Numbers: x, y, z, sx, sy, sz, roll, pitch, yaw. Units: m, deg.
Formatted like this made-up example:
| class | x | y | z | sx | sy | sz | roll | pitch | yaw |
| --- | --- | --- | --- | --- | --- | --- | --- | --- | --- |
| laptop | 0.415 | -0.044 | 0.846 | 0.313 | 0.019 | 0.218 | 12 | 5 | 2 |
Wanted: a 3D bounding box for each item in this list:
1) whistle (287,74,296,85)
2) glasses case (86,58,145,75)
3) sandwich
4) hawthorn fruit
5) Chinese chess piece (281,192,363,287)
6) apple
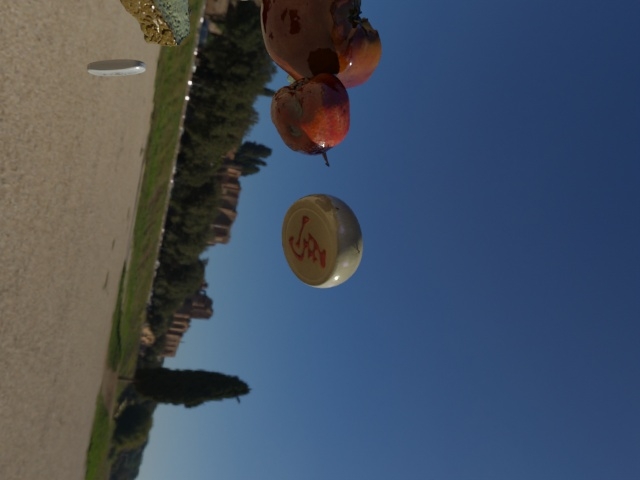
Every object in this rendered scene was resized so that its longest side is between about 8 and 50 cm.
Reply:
| class | x | y | z | sx | sy | sz | roll | pitch | yaw |
| --- | --- | --- | --- | --- | --- | --- | --- | --- | --- |
| whistle | -0.060 | -0.561 | 1.817 | 0.244 | 0.092 | 0.110 | -57 | 147 | -51 |
| glasses case | -0.701 | -0.594 | 1.776 | 0.074 | 0.194 | 0.049 | -103 | -170 | -83 |
| sandwich | -0.565 | -0.840 | 1.797 | 0.325 | 0.131 | 0.262 | 65 | 29 | -67 |
| hawthorn fruit | -0.013 | -0.293 | 1.328 | 0.207 | 0.208 | 0.243 | -117 | -174 | -62 |
| Chinese chess piece | 0.000 | 0.000 | 1.451 | 0.273 | 0.102 | 0.273 | 14 | -71 | 47 |
| apple | 0.003 | -0.565 | 1.394 | 0.365 | 0.329 | 0.295 | 22 | -83 | 61 |
